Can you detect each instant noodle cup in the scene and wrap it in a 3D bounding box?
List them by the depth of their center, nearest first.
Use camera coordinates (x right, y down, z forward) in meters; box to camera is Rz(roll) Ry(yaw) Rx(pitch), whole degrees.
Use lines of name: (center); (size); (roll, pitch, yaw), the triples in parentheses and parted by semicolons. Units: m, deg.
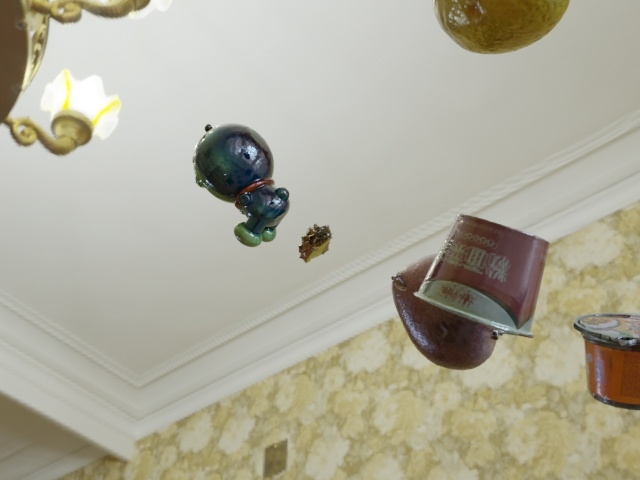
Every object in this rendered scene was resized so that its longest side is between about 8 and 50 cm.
instant noodle cup: (0.496, 0.195, 1.098); (0.208, 0.177, 0.126); (-6, -82, -40)
instant noodle cup: (0.309, 0.059, 1.282); (0.234, 0.235, 0.179); (17, -87, -18)

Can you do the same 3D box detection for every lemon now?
lemon: (0.315, -0.441, 1.177); (0.228, 0.229, 0.253); (29, -28, -26)

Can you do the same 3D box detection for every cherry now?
cherry: (0.300, 0.153, 1.562); (0.307, 0.221, 0.261); (26, -82, 13)

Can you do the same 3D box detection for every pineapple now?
pineapple: (0.000, 0.000, 1.688); (0.077, 0.114, 0.114); (30, -37, -13)

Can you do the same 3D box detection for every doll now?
doll: (-0.186, -0.154, 1.669); (0.186, 0.198, 0.322); (-40, -94, 25)
